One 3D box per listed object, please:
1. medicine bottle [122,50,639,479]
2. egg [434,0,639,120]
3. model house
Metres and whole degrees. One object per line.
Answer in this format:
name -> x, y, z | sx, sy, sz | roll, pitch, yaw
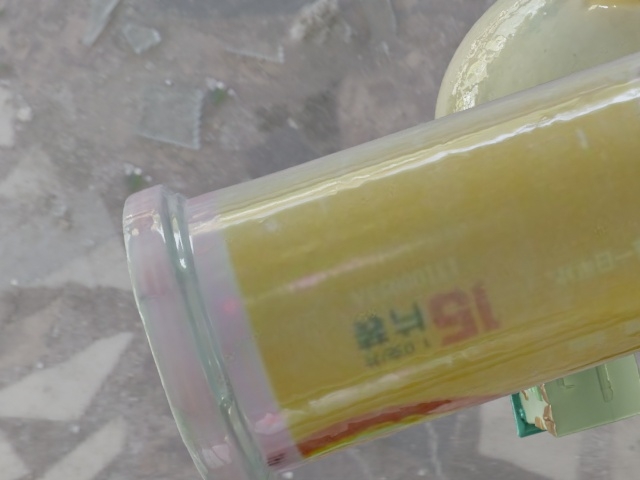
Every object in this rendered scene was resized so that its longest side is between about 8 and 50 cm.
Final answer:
medicine bottle -> 0.157, -0.029, 0.431 | 0.426, 0.108, 0.108 | -18, 77, 2
egg -> 0.225, -0.114, 1.274 | 0.286, 0.174, 0.264 | -4, 112, 54
model house -> 0.225, 0.116, 1.302 | 0.100, 0.149, 0.127 | -12, 88, -13
